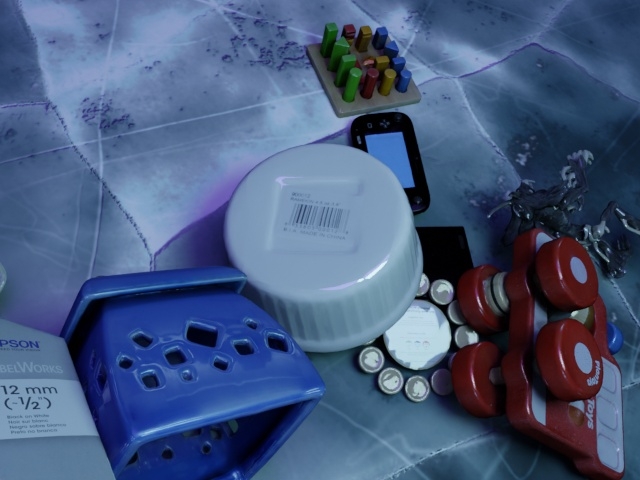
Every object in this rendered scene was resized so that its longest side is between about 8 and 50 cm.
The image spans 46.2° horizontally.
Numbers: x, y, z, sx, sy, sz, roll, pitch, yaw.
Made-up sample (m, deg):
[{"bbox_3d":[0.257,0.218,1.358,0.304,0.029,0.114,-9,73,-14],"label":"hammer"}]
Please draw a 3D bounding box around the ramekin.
[{"bbox_3d":[0.000,0.000,1.019,0.278,0.135,0.277,-4,59,6],"label":"ramekin"}]

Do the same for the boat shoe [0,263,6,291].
[{"bbox_3d":[-0.491,0.112,0.937,0.081,0.069,0.227,49,59,-17],"label":"boat shoe"}]

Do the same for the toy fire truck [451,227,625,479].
[{"bbox_3d":[0.327,0.148,1.028,0.254,0.169,0.302,33,51,-29],"label":"toy fire truck"}]

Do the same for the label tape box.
[{"bbox_3d":[-0.332,0.228,0.766,0.115,0.249,0.347,10,29,-37],"label":"label tape box"}]

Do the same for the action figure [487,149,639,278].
[{"bbox_3d":[0.376,-0.041,1.142,0.276,0.164,0.140,19,42,-19],"label":"action figure"}]

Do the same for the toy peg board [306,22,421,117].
[{"bbox_3d":[0.081,-0.309,1.295,0.161,0.079,0.161,-14,63,-18],"label":"toy peg board"}]

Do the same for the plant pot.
[{"bbox_3d":[-0.174,0.162,0.848,0.236,0.236,0.212,-5,53,-38],"label":"plant pot"}]

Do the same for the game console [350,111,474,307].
[{"bbox_3d":[0.107,-0.055,1.167,0.213,0.044,0.361,-2,60,-12],"label":"game console"}]

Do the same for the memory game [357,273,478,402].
[{"bbox_3d":[0.133,0.133,1.050,0.186,0.012,0.186,2,76,-10],"label":"memory game"}]
